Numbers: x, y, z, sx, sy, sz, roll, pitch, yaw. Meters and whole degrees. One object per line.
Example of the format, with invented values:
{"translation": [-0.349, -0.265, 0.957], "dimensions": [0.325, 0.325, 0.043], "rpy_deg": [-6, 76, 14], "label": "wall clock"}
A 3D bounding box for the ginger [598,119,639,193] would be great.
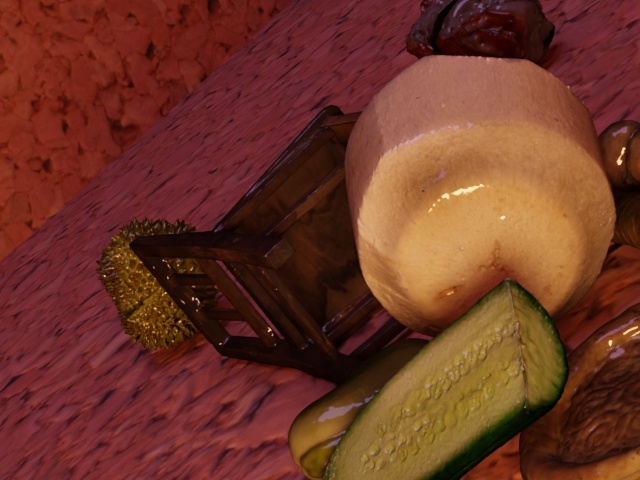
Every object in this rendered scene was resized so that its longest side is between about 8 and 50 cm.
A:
{"translation": [0.319, -0.076, 1.635], "dimensions": [0.104, 0.080, 0.204], "rpy_deg": [-45, 18, -14], "label": "ginger"}

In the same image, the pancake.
{"translation": [0.245, 0.105, 1.322], "dimensions": [0.250, 0.031, 0.250], "rpy_deg": [-33, 15, 10], "label": "pancake"}

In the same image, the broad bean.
{"translation": [0.044, 0.145, 1.546], "dimensions": [0.174, 0.082, 0.124], "rpy_deg": [-46, 16, -31], "label": "broad bean"}

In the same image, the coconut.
{"translation": [0.136, -0.047, 1.599], "dimensions": [0.237, 0.237, 0.266], "rpy_deg": [-30, 24, 19], "label": "coconut"}

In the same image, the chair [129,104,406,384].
{"translation": [0.000, 0.000, 1.892], "dimensions": [0.240, 0.203, 0.416], "rpy_deg": [-44, 18, -16], "label": "chair"}

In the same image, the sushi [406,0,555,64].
{"translation": [0.215, -0.277, 2.427], "dimensions": [0.130, 0.124, 0.332], "rpy_deg": [-50, 19, -13], "label": "sushi"}

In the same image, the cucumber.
{"translation": [0.093, 0.147, 1.409], "dimensions": [0.244, 0.063, 0.115], "rpy_deg": [-40, 44, 31], "label": "cucumber"}

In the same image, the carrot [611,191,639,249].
{"translation": [0.293, -0.011, 1.525], "dimensions": [0.070, 0.070, 0.342], "rpy_deg": [-38, 10, -9], "label": "carrot"}

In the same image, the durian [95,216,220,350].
{"translation": [-0.194, 0.055, 2.248], "dimensions": [0.146, 0.159, 0.198], "rpy_deg": [-25, -18, 2], "label": "durian"}
